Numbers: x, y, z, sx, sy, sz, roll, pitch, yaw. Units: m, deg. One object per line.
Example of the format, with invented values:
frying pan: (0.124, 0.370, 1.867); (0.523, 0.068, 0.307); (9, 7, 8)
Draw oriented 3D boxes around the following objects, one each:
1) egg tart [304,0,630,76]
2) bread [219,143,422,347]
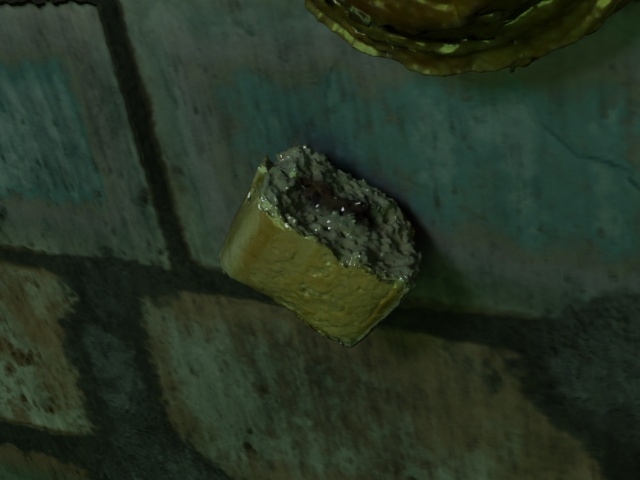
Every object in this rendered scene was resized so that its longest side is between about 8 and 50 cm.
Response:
egg tart: (0.057, -0.183, 0.552); (0.241, 0.106, 0.241); (15, 128, 20)
bread: (0.001, 0.001, 0.747); (0.125, 0.082, 0.106); (32, 146, -4)
